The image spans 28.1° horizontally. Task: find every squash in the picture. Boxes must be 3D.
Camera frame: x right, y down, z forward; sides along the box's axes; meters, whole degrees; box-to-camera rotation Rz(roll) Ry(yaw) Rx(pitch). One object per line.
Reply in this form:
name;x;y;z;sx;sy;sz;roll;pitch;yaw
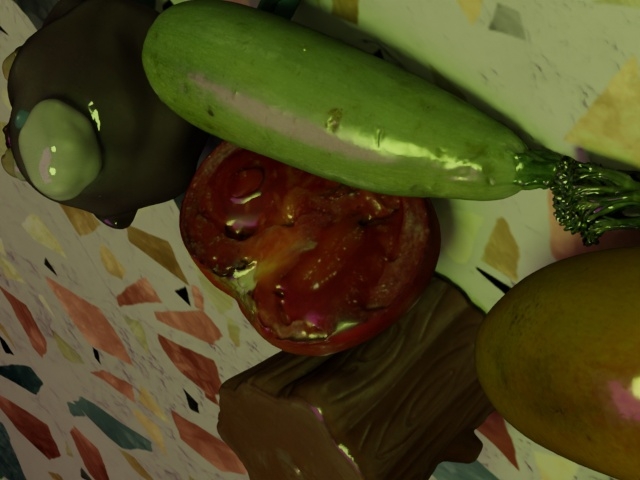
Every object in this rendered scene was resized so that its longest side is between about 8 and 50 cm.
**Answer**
squash;0.018;-0.104;1.057;0.370;0.118;0.118;22;143;15

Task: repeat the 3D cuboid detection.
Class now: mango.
mango;0.231;0.093;0.945;0.211;0.173;0.317;15;172;-21

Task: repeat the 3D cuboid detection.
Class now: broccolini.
broccolini;0.257;-0.019;0.903;0.216;0.058;0.067;13;131;45

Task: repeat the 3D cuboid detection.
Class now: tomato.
tomato;0.000;0.000;1.150;0.233;0.200;0.139;49;176;23

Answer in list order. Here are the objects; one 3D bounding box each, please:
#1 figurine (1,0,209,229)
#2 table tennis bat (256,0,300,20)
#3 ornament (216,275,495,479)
figurine;-0.263;-0.146;1.319;0.206;0.218;0.365;25;173;-40
table tennis bat;-0.005;-0.236;1.037;0.124;0.033;0.201;50;148;3
ornament;0.054;0.152;1.207;0.221;0.217;0.235;42;149;14
